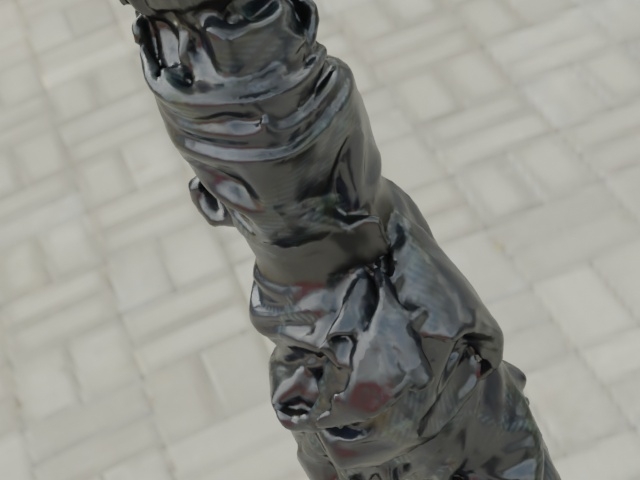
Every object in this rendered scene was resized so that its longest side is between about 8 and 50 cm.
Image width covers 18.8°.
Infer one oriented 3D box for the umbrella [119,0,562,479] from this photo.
[{"bbox_3d":[0.001,0.001,0.510,0.080,0.224,0.071,-2,41,28],"label":"umbrella"}]
